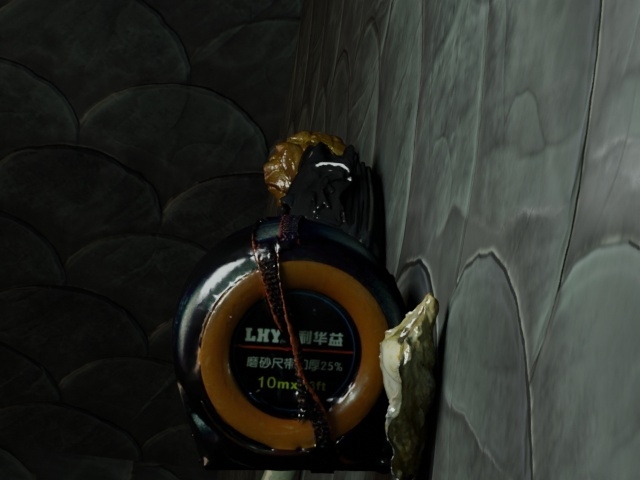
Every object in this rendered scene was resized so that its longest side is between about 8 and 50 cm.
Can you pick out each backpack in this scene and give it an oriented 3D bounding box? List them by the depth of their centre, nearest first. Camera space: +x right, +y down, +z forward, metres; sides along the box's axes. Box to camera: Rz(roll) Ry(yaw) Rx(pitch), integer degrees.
[{"bbox_3d":[0.000,0.000,1.715,0.258,0.133,0.206,-78,2,-57],"label":"backpack"}]

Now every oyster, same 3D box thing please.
[{"bbox_3d":[0.061,0.127,1.230,0.122,0.045,0.146,114,156,-62],"label":"oyster"}]

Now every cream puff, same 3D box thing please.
[{"bbox_3d":[-0.011,-0.076,1.956,0.094,0.116,0.122,-96,-12,-47],"label":"cream puff"}]

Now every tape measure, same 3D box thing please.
[{"bbox_3d":[-0.025,0.090,1.376,0.135,0.202,0.223,-120,33,-77],"label":"tape measure"}]

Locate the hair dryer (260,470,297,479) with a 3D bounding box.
[{"bbox_3d":[-0.076,0.371,2.247,0.296,0.119,0.298,121,172,-86],"label":"hair dryer"}]
